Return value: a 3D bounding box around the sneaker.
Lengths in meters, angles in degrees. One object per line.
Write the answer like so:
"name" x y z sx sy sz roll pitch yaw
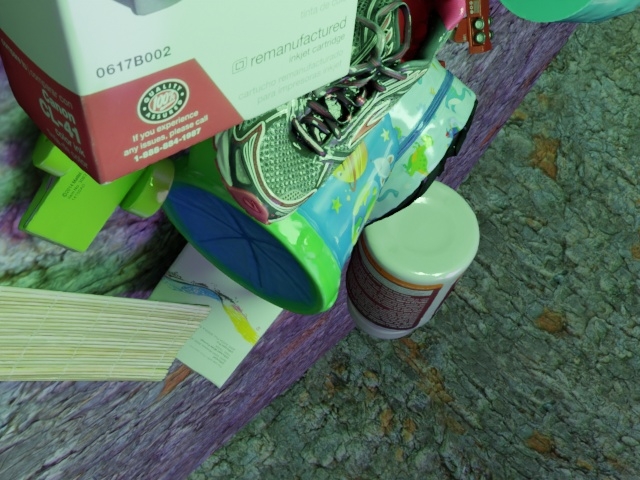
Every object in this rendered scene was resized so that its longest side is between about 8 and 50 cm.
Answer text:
"sneaker" 0.017 -0.142 0.583 0.112 0.121 0.299 5 -126 49

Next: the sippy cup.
"sippy cup" -0.030 -0.071 0.764 0.224 0.240 0.305 -54 -173 -22

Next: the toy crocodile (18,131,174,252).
"toy crocodile" -0.171 -0.131 0.608 0.115 0.105 0.341 23 112 -34

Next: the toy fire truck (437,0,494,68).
"toy fire truck" 0.248 -0.391 1.225 0.047 0.135 0.192 -33 121 -48

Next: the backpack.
"backpack" 0.075 -0.150 1.009 0.290 0.273 0.355 -50 -157 -19

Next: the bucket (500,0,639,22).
"bucket" 0.435 -0.505 1.136 0.183 0.281 0.281 -21 151 -42

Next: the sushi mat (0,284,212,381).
"sushi mat" -0.293 0.124 0.819 0.316 0.019 0.151 13 119 -47

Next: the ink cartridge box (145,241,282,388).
"ink cartridge box" -0.140 0.063 1.007 0.233 0.168 0.171 -52 -174 13

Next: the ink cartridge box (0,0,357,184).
"ink cartridge box" -0.085 -0.216 0.381 0.226 0.131 0.306 -31 149 -29

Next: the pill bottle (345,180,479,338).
"pill bottle" 0.172 0.058 1.394 0.224 0.224 0.392 -43 165 -23

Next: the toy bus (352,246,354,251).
"toy bus" 0.000 0.000 1.452 0.333 0.130 0.108 -49 167 -1
